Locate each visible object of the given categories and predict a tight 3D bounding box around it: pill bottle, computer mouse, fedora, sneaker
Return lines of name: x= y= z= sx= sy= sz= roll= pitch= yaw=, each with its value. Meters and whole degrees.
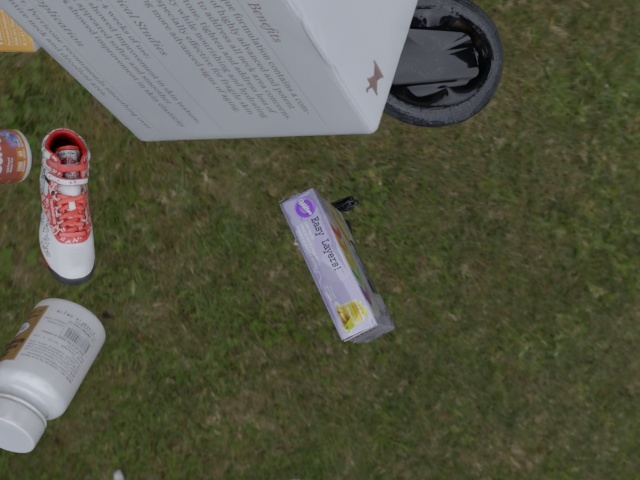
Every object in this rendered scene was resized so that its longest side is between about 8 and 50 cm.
pill bottle: x=-0.744 y=-0.176 z=1.684 sx=0.216 sy=0.121 sz=0.121 roll=-12 pitch=116 yaw=-51
computer mouse: x=0.000 y=0.000 z=2.020 sx=0.184 sy=0.262 sz=0.060 roll=-12 pitch=145 yaw=28
fedora: x=0.241 y=-0.407 z=1.804 sx=0.334 sy=0.152 sz=0.334 roll=0 pitch=95 yaw=-2
pill bottle: x=-0.454 y=0.217 z=1.272 sx=0.131 sy=0.229 sz=0.131 roll=10 pitch=136 yaw=10
sneaker: x=-0.443 y=-0.067 z=1.371 sx=0.090 sy=0.270 sz=0.145 roll=-2 pitch=147 yaw=-23

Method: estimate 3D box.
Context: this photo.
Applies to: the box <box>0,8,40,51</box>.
box: x=-0.748 y=-0.524 z=1.641 sx=0.345 sy=0.168 sz=0.215 roll=2 pitch=124 yaw=5

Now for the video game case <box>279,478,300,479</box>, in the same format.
video game case: x=-0.125 y=0.317 z=0.781 sx=0.193 sy=0.212 sz=0.023 roll=-6 pitch=111 yaw=9

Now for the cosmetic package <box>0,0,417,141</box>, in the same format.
cosmetic package: x=-0.120 y=-0.347 z=0.982 sx=0.329 sy=0.394 sz=0.327 roll=49 pitch=52 yaw=-49

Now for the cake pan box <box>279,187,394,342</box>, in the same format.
cake pan box: x=0.035 y=0.051 z=1.332 sx=0.070 sy=0.267 sz=0.245 roll=-25 pitch=77 yaw=8
